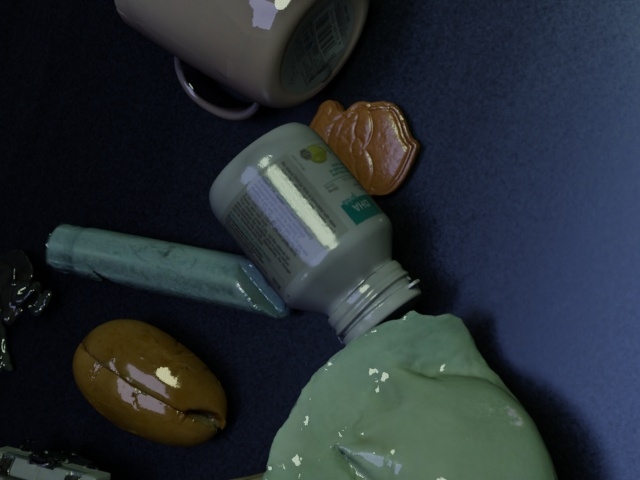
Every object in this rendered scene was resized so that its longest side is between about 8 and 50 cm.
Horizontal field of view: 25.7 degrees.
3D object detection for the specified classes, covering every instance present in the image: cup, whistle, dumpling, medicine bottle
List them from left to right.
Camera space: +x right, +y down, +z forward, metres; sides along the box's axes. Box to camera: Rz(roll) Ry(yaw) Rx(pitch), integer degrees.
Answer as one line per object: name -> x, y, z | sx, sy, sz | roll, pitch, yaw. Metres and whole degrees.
whistle -> -0.166, 0.031, 1.542 | 0.312, 0.062, 0.062 | 9, 93, 29
cup -> -0.078, -0.226, 1.447 | 0.200, 0.191, 0.253 | 36, 135, 22
medicine bottle -> 0.000, 0.000, 1.402 | 0.135, 0.135, 0.215 | -44, 78, 21
dumpling -> 0.092, 0.267, 1.316 | 0.270, 0.211, 0.320 | -23, 57, -7

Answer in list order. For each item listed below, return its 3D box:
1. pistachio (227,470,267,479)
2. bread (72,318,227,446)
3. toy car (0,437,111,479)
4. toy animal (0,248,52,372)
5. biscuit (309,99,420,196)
pistachio -> -0.099, 0.373, 1.420 | 0.226, 0.208, 0.331 | 31, 89, -17
bread -> -0.188, 0.155, 1.525 | 0.189, 0.077, 0.114 | 28, 82, 17
toy car -> -0.308, 0.384, 1.581 | 0.193, 0.118, 0.301 | 10, 94, 27
toy animal -> -0.423, 0.067, 1.687 | 0.233, 0.084, 0.148 | 16, 84, 30
biscuit -> 0.041, -0.096, 1.452 | 0.130, 0.019, 0.102 | 12, 95, 29
